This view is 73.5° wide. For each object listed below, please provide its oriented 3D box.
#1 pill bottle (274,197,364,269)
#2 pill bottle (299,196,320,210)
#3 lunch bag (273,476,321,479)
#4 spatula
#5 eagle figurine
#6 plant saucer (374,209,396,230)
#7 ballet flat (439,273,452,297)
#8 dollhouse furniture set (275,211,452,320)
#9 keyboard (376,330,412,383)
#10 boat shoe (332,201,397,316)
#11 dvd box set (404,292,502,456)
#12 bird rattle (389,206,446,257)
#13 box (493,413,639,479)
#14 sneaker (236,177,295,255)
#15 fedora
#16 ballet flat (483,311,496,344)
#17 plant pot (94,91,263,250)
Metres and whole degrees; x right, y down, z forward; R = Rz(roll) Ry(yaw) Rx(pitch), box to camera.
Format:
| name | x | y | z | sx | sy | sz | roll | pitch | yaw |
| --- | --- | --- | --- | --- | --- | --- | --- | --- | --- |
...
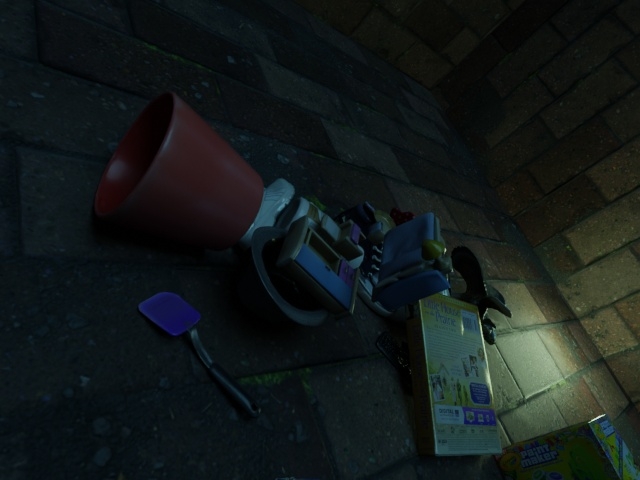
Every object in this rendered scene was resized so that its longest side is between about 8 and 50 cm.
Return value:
| name | x | y | z | sx | sy | sz | roll | pitch | yaw |
| --- | --- | --- | --- | --- | --- | --- | --- | --- | --- |
| pill bottle | 0.000 | 0.000 | 1.145 | 0.229 | 0.131 | 0.131 | 35 | 36 | -21 |
| pill bottle | -0.029 | -0.071 | 1.242 | 0.116 | 0.065 | 0.065 | 42 | 34 | -10 |
| lunch bag | -0.045 | 0.490 | 0.658 | 0.176 | 0.090 | 0.219 | 23 | 43 | -38 |
| spatula | -0.210 | 0.210 | 0.790 | 0.296 | 0.030 | 0.084 | 50 | 31 | 1 |
| eagle figurine | 0.555 | 0.180 | 1.534 | 0.225 | 0.226 | 0.298 | 19 | 52 | 10 |
| plant saucer | 0.181 | -0.051 | 1.221 | 0.083 | 0.015 | 0.083 | 27 | 37 | -23 |
| ballet flat | 0.392 | 0.176 | 1.435 | 0.316 | 0.107 | 0.106 | -66 | 155 | -60 |
| dollhouse furniture set | 0.107 | -0.020 | 0.899 | 0.198 | 0.303 | 0.287 | 46 | 36 | -25 |
| keyboard | 0.239 | 0.323 | 1.190 | 0.192 | 0.038 | 0.100 | 48 | 33 | -4 |
| boat shoe | 0.155 | 0.047 | 1.252 | 0.127 | 0.158 | 0.341 | -19 | 72 | -54 |
| dvd box set | 0.363 | 0.361 | 1.185 | 0.307 | 0.062 | 0.421 | 19 | 58 | -37 |
| bird rattle | 0.294 | 0.014 | 1.369 | 0.206 | 0.254 | 0.143 | 5 | 34 | 4 |
| box | 0.683 | 0.658 | 1.143 | 0.177 | 0.290 | 0.279 | 11 | 49 | -42 |
| sneaker | -0.156 | -0.091 | 1.084 | 0.129 | 0.111 | 0.297 | 37 | 34 | -9 |
| fedora | -0.090 | 0.097 | 0.953 | 0.275 | 0.124 | 0.244 | -2 | 60 | -60 |
| ballet flat | 0.603 | 0.306 | 1.613 | 0.070 | 0.070 | 0.189 | 30 | 36 | -26 |
| plant pot | -0.265 | -0.114 | 0.860 | 0.243 | 0.274 | 0.275 | 31 | 37 | -39 |
